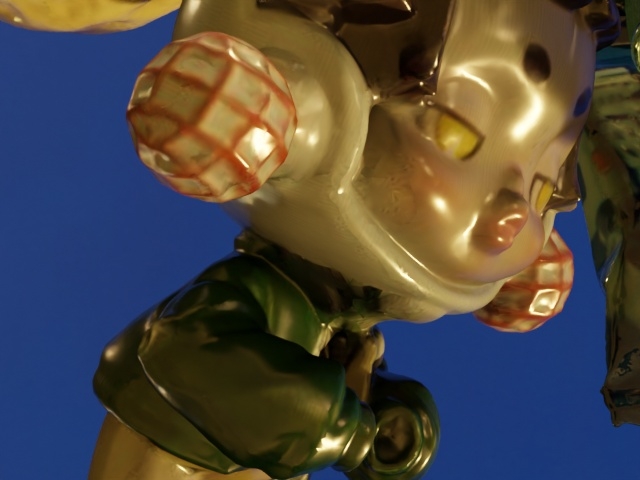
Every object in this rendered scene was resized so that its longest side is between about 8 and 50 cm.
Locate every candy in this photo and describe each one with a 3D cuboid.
[{"bbox_3d":[0.244,-0.031,0.982,0.187,0.077,0.331,-13,-120,8],"label":"candy"}]

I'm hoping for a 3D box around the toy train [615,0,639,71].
[{"bbox_3d":[0.234,-0.205,0.844,0.157,0.253,0.105,-18,-140,0],"label":"toy train"}]

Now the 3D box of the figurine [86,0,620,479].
[{"bbox_3d":[0.000,0.000,0.586,0.167,0.281,0.370,22,-91,36],"label":"figurine"}]

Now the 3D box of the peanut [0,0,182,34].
[{"bbox_3d":[-0.051,-0.197,0.717,0.306,0.147,0.147,-18,-109,17],"label":"peanut"}]
